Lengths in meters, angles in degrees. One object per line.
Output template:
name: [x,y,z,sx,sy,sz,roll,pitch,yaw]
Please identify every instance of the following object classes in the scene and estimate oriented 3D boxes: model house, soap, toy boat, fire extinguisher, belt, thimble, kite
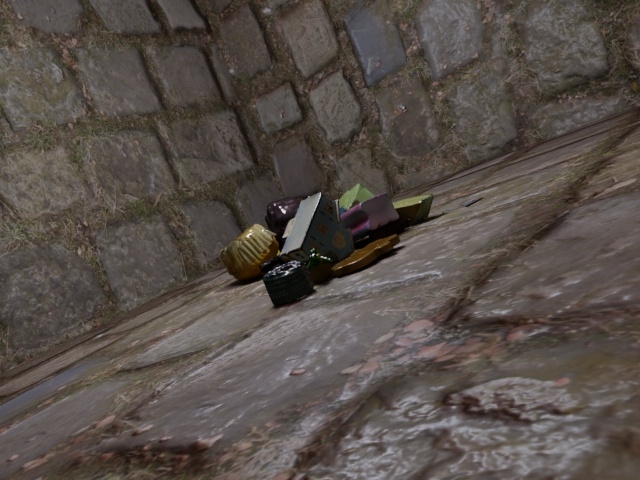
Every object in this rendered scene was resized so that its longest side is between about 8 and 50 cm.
model house: [0.000,0.000,1.795,0.178,0.206,0.271,-22,42,48]
soap: [0.150,-0.067,1.919,0.192,0.109,0.324,-22,-6,-31]
toy boat: [-0.006,0.070,1.545,0.088,0.088,0.229,-22,5,1]
fire extinguisher: [0.242,-0.033,1.819,0.157,0.045,0.078,-25,-16,-18]
belt: [-0.106,0.071,1.937,0.126,0.094,0.359,-25,2,21]
thimble: [-0.089,0.115,1.426,0.118,0.090,0.135,-28,10,-31]
model house: [0.180,-0.141,2.710,0.214,0.195,0.189,-37,19,40]
kite: [0.503,-0.125,1.839,0.156,0.011,0.139,-21,2,6]

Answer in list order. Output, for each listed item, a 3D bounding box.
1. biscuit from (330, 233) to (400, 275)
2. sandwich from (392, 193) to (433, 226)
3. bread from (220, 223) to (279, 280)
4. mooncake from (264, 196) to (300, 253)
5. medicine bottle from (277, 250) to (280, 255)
biscuit: [0.132,0.046,1.499,0.225,0.036,0.166,-31,8,-41]
sandwich: [0.316,-0.101,1.921,0.094,0.096,0.258,-32,10,-29]
bread: [-0.310,0.059,2.282,0.236,0.183,0.388,-43,8,-14]
mooncake: [-0.136,-0.046,2.265,0.141,0.283,0.283,-23,5,-19]
medicine bottle: [-0.166,0.051,2.528,0.308,0.076,0.111,-24,7,-32]
